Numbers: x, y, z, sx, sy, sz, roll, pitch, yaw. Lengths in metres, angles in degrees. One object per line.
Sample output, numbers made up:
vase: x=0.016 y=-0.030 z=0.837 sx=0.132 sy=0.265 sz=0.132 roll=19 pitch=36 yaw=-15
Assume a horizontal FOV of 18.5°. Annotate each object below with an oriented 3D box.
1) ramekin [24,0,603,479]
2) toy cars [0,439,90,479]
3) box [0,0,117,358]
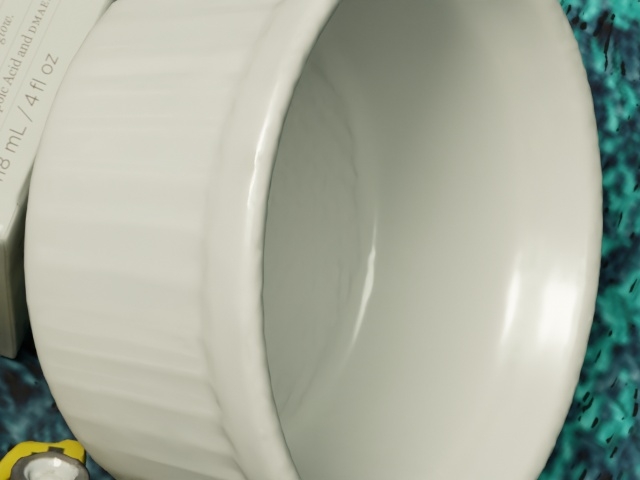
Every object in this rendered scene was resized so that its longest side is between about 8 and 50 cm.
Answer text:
ramekin: x=0.000 y=0.000 z=0.847 sx=0.135 sy=0.277 sz=0.277 roll=5 pitch=64 yaw=34
toy cars: x=-0.160 y=0.258 z=0.783 sx=0.087 sy=0.176 sz=0.394 roll=8 pitch=69 yaw=-2
box: x=-0.161 y=-0.068 z=0.898 sx=0.119 sy=0.182 sz=0.181 roll=20 pitch=69 yaw=0
